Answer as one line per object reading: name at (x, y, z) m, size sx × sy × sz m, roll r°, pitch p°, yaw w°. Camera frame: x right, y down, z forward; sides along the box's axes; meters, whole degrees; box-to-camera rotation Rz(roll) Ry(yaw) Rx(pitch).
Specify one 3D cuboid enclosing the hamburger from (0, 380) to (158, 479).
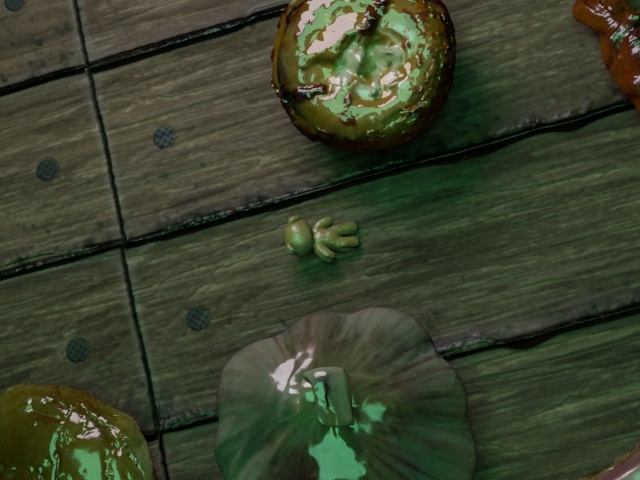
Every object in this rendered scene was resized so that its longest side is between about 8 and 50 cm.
hamburger at (-0.316, 0.291, 1.775) m, size 0.308 × 0.132 × 0.211 m, roll 21°, pitch 86°, yaw 16°

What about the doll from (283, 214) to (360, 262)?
doll at (0.001, -0.003, 1.812) m, size 0.093 × 0.051 × 0.062 m, roll -8°, pitch 71°, yaw 8°

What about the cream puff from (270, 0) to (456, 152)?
cream puff at (0.053, -0.222, 1.791) m, size 0.240 × 0.164 × 0.240 m, roll 0°, pitch 92°, yaw 4°

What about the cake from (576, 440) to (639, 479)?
cake at (0.379, 0.366, 1.533) m, size 0.293 × 0.307 × 0.314 m, roll -34°, pitch 75°, yaw 1°

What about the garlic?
garlic at (0.025, 0.230, 1.683) m, size 0.321 × 0.241 × 0.322 m, roll 2°, pitch 101°, yaw 13°

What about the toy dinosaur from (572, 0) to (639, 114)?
toy dinosaur at (0.441, -0.187, 1.741) m, size 0.208 × 0.097 × 0.432 m, roll -24°, pitch 71°, yaw 20°
